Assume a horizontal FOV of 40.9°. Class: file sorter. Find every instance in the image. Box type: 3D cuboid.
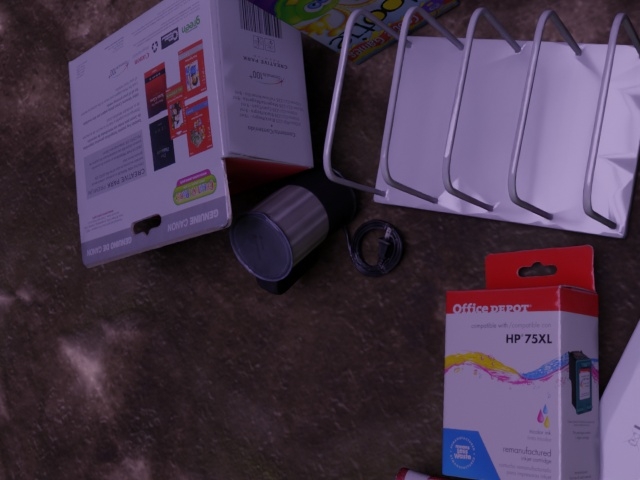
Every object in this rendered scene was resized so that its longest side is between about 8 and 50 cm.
[{"bbox_3d":[0.163,-0.123,0.854,0.278,0.173,0.192,10,90,29],"label":"file sorter"}]

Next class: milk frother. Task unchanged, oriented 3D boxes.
[{"bbox_3d":[0.000,0.000,0.951,0.143,0.135,0.129,8,123,34],"label":"milk frother"}]

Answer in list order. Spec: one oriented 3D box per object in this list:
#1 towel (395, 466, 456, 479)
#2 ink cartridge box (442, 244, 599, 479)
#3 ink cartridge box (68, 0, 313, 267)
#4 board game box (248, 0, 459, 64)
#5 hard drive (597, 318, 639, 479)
[{"bbox_3d":[0.212,0.372,0.830,0.329,0.037,0.237,8,98,32],"label":"towel"},{"bbox_3d":[0.195,0.118,0.843,0.134,0.078,0.231,-7,77,44],"label":"ink cartridge box"},{"bbox_3d":[-0.161,-0.119,1.008,0.309,0.130,0.271,-13,79,46],"label":"ink cartridge box"},{"bbox_3d":[0.012,-0.308,0.892,0.142,0.275,0.144,-28,73,24],"label":"board game box"},{"bbox_3d":[0.389,0.149,0.777,0.233,0.047,0.353,28,99,28],"label":"hard drive"}]
